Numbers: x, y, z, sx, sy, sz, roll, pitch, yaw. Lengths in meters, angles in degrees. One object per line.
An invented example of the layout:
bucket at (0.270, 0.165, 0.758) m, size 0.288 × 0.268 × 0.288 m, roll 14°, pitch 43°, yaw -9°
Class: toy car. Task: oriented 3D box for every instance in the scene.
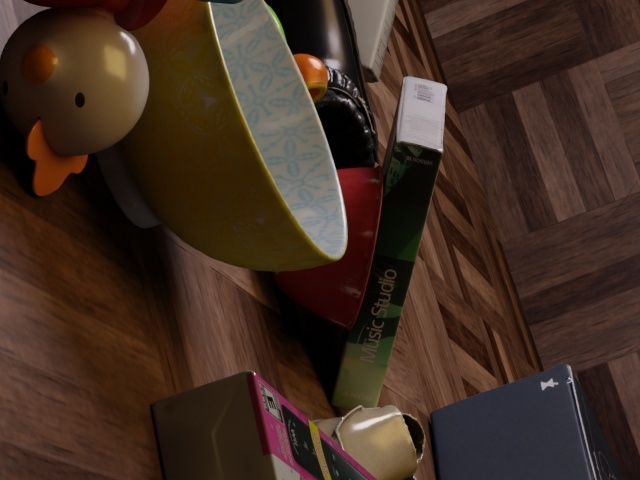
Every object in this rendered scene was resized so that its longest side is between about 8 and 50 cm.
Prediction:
toy car at (-0.186, -0.151, 1.271) m, size 0.210 × 0.219 × 0.238 m, roll 22°, pitch 76°, yaw -73°

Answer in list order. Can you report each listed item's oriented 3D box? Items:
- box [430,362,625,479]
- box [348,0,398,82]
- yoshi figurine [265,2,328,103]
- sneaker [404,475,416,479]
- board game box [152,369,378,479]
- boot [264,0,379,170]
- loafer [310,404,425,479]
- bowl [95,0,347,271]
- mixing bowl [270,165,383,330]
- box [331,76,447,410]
box at (0.325, 0.423, 2.328) m, size 0.293 × 0.212 × 0.395 m, roll -93°, pitch 159°, yaw -54°
box at (0.053, -0.382, 2.338) m, size 0.148 × 0.121 × 0.311 m, roll 34°, pitch 70°, yaw -84°
yoshi figurine at (-0.120, -0.289, 1.682) m, size 0.203 × 0.203 × 0.362 m, roll 19°, pitch 48°, yaw -66°
sneaker at (0.100, 0.334, 1.863) m, size 0.190 × 0.071 × 0.083 m, roll -97°, pitch 167°, yaw -48°
board game box at (-0.015, 0.266, 1.418) m, size 0.303 × 0.097 × 0.224 m, roll 51°, pitch 22°, yaw -57°
boot at (-0.015, -0.194, 2.094) m, size 0.260 × 0.131 × 0.348 m, roll -67°, pitch 135°, yaw -73°
loafer at (0.047, 0.213, 1.771) m, size 0.268 × 0.092 × 0.102 m, roll -21°, pitch 90°, yaw -78°
bowl at (-0.103, -0.090, 1.489) m, size 0.289 × 0.156 × 0.289 m, roll -22°, pitch 90°, yaw -77°
mixing bowl at (0.000, 0.000, 1.841) m, size 0.181 × 0.098 × 0.181 m, roll -170°, pitch -90°, yaw -84°
box at (0.077, 0.002, 1.932) m, size 0.232 × 0.058 × 0.322 m, roll -77°, pitch 179°, yaw -68°
